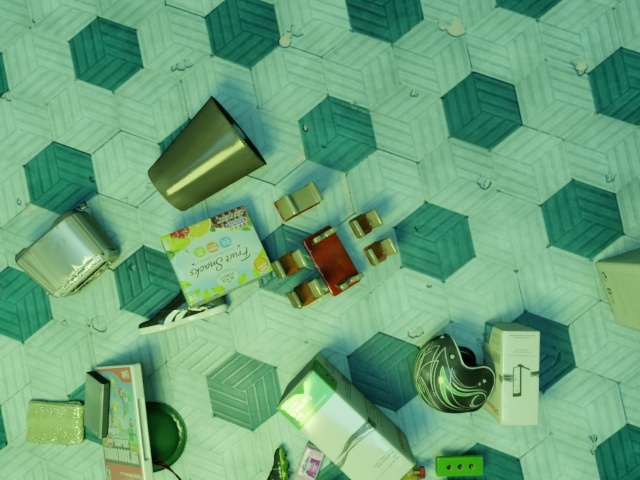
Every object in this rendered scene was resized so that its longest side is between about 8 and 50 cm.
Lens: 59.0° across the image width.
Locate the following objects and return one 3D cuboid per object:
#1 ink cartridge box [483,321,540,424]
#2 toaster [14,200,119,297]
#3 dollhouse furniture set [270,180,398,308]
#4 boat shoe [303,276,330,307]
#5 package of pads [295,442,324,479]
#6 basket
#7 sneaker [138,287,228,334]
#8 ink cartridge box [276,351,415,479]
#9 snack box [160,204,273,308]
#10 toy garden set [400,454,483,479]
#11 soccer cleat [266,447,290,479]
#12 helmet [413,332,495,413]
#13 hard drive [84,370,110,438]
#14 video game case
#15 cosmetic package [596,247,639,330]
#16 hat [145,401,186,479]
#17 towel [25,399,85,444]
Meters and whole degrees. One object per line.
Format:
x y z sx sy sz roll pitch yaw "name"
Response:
0.425 0.293 1.269 0.086 0.148 0.203 1 90 1 "ink cartridge box"
-0.589 0.031 1.346 0.227 0.129 0.146 -42 91 0 "toaster"
0.000 0.000 1.307 0.262 0.135 0.259 -29 90 -16 "dollhouse furniture set"
0.001 0.121 1.350 0.137 0.049 0.043 -24 126 -7 "boat shoe"
-0.024 0.530 1.349 0.050 0.032 0.083 20 90 5 "package of pads"
-0.277 -0.188 1.323 0.227 0.154 0.204 -38 86 6 "basket"
-0.340 0.144 1.358 0.217 0.079 0.121 -17 85 -5 "sneaker"
0.056 0.405 1.256 0.289 0.211 0.121 43 91 3 "ink cartridge box"
-0.240 0.038 1.316 0.207 0.070 0.174 -22 82 -16 "snack box"
0.273 0.620 1.317 0.204 0.049 0.244 0 90 -5 "toy garden set"
-0.109 0.582 1.340 0.072 0.060 0.178 -2 92 5 "soccer cleat"
0.289 0.300 1.272 0.162 0.169 0.169 21 90 -11 "helmet"
-0.533 0.390 1.347 0.094 0.022 0.135 11 100 44 "hard drive"
-0.456 0.431 1.307 0.204 0.025 0.285 -15 81 44 "video game case"
0.762 0.086 1.100 0.230 0.453 0.161 -18 88 4 "cosmetic package"
-0.410 0.475 1.296 0.209 0.183 0.172 -17 88 3 "hat"
-0.652 0.449 1.390 0.148 0.027 0.110 1 90 3 "towel"
